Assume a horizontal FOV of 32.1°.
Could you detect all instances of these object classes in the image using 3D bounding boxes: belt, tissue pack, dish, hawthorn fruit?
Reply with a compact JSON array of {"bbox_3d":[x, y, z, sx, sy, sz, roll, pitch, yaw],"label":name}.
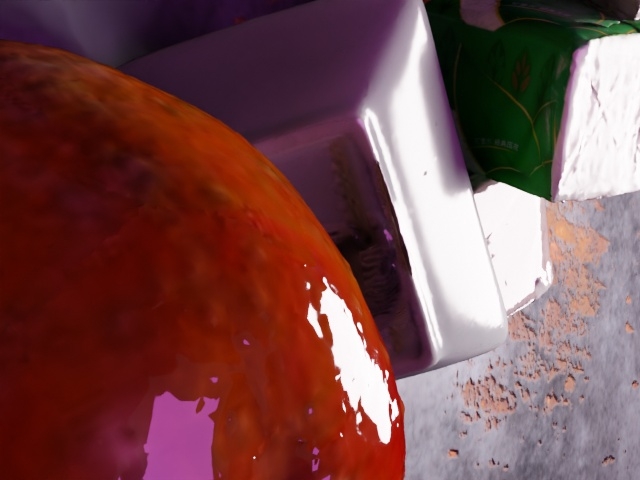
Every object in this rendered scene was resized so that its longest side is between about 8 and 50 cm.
[{"bbox_3d":[0.076,0.010,0.771,0.201,0.128,0.124,-27,115,-40],"label":"belt"},{"bbox_3d":[0.129,-0.132,0.721,0.148,0.209,0.156,-9,114,-38],"label":"tissue pack"},{"bbox_3d":[0.000,0.000,0.617,0.080,0.182,0.243,-97,169,-62],"label":"dish"},{"bbox_3d":[-0.100,0.067,0.439,0.284,0.284,0.284,-6,97,-53],"label":"hawthorn fruit"}]
